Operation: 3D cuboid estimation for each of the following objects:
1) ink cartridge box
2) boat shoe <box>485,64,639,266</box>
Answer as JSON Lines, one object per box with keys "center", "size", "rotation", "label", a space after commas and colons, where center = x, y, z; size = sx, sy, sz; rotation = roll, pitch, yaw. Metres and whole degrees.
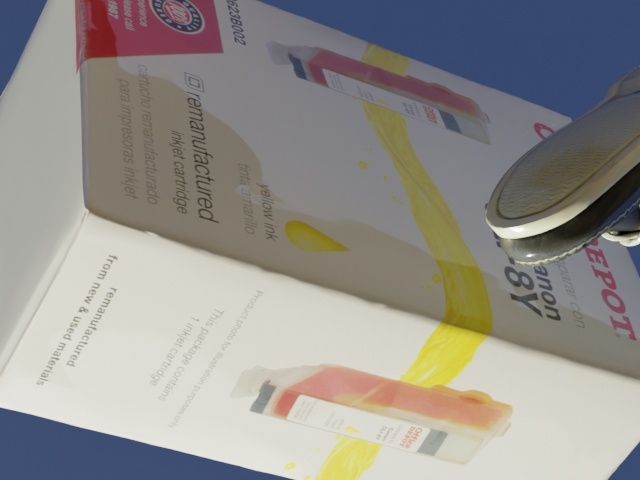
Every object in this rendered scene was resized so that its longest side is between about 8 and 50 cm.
{"center": [0.000, 0.000, 0.999], "size": [0.385, 0.160, 0.279], "rotation": [18, -145, -24], "label": "ink cartridge box"}
{"center": [0.162, -0.035, 0.788], "size": [0.233, 0.084, 0.079], "rotation": [-34, -73, -48], "label": "boat shoe"}
